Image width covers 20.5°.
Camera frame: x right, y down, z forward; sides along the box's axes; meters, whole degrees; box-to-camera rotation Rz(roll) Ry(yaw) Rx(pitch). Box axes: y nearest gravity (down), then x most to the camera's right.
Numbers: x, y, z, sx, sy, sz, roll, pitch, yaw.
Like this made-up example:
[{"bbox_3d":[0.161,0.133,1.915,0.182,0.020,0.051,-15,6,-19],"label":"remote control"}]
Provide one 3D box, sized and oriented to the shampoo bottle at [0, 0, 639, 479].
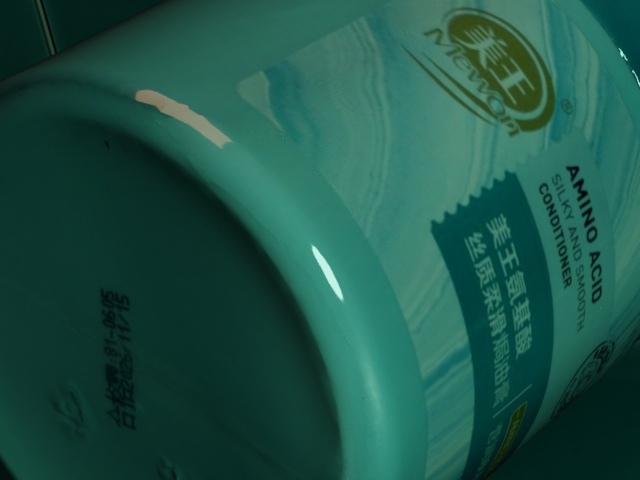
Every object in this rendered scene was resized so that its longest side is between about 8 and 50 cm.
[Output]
[{"bbox_3d":[0.000,0.000,1.021,0.331,0.331,0.342,2,24,41],"label":"shampoo bottle"}]
